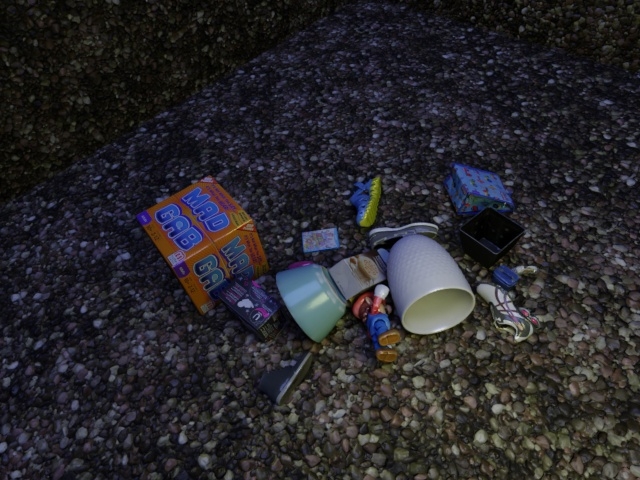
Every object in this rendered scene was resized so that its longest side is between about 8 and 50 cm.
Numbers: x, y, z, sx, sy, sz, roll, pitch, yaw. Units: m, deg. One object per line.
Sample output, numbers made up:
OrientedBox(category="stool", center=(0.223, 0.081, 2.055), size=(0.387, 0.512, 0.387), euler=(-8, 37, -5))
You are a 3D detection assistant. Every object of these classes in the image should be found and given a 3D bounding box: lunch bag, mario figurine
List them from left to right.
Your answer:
OrientedBox(category="mario figurine", center=(0.240, 0.299, 1.689), size=(0.198, 0.170, 0.320), euler=(-50, 25, 17))
OrientedBox(category="lunch bag", center=(0.761, -0.236, 2.087), size=(0.294, 0.138, 0.220), euler=(2, 46, -11))
OrientedBox(category="lunch bag", center=(0.750, 0.154, 1.811), size=(0.067, 0.065, 0.098), euler=(-34, 54, -18))

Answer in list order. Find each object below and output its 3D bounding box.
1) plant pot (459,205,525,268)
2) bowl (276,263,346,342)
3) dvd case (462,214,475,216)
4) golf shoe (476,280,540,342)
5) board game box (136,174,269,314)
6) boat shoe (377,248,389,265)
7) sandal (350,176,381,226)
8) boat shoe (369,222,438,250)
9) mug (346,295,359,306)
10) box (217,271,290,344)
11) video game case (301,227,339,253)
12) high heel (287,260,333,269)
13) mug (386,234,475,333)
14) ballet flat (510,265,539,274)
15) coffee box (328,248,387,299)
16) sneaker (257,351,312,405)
OrientedBox(category="plant pot", center=(0.704, 0.003, 1.875), size=(0.188, 0.166, 0.188), euler=(-35, 56, -19))
OrientedBox(category="bowl", center=(-0.014, 0.211, 1.697), size=(0.163, 0.311, 0.311), euler=(-33, 52, 7))
OrientedBox(category="dvd case", center=(0.697, -0.163, 2.109), size=(0.087, 0.013, 0.119), euler=(-9, 49, 1))
OrientedBox(category="golf shoe", center=(0.693, 0.265, 1.710), size=(0.120, 0.105, 0.273), euler=(-38, 55, -12))
OrientedBox(category="board game box", center=(-0.491, 0.017, 1.914), size=(0.357, 0.356, 0.356), euler=(-34, 55, -18))
OrientedBox(category="boat shoe", center=(0.302, 0.113, 1.917), size=(0.183, 0.083, 0.065), euler=(46, 67, 5))
OrientedBox(category="sandal", center=(0.205, -0.182, 2.137), size=(0.139, 0.126, 0.317), euler=(3, 44, 15))
OrientedBox(category="boat shoe", center=(0.369, -0.008, 1.974), size=(0.306, 0.109, 0.091), euler=(-7, 51, 11))
OrientedBox(category="mug", center=(0.132, 0.238, 1.843), size=(0.064, 0.062, 0.078), euler=(-36, 74, -30))
OrientedBox(category="box", center=(-0.266, 0.276, 1.798), size=(0.247, 0.163, 0.142), euler=(34, 67, 30))
OrientedBox(category="video game case", center=(0.000, 0.000, 2.078), size=(0.167, 0.015, 0.119), euler=(-8, 50, 1))
OrientedBox(category="high heel", center=(-0.026, 0.160, 1.911), size=(0.245, 0.082, 0.117), euler=(11, 43, 1))
OrientedBox(category="mug", center=(0.436, 0.157, 1.738), size=(0.375, 0.276, 0.327), euler=(14, 38, -26))
OrientedBox(category="ballet flat", center=(0.843, 0.118, 1.843), size=(0.115, 0.041, 0.041), euler=(-1, 51, 8))
OrientedBox(category="coffee box", center=(0.165, 0.131, 1.789), size=(0.247, 0.098, 0.141), euler=(-15, 69, -53))
OrientedBox(category="sneaker", center=(-0.131, 0.486, 1.660), size=(0.118, 0.083, 0.222), euler=(26, 60, 26))
